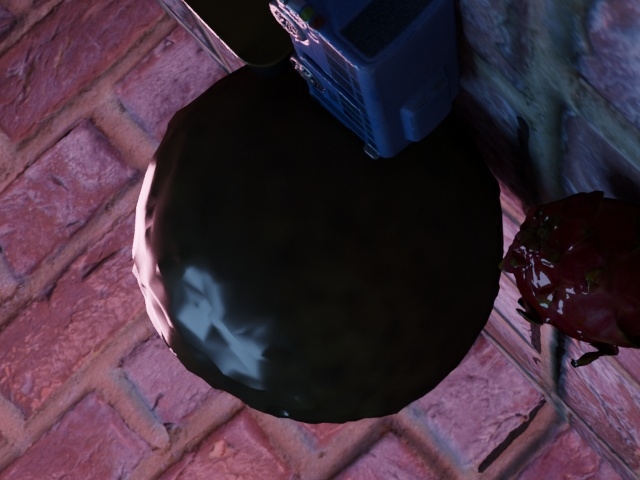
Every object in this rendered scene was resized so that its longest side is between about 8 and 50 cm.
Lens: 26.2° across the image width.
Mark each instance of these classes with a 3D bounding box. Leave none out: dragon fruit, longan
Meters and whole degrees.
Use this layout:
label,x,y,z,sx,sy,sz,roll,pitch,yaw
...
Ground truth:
label,x,y,z,sx,sy,sz,roll,pitch,yaw
dragon fruit,0.228,0.025,1.113,0.165,0.136,0.133,22,-148,-4
longan,0.000,0.000,1.432,0.391,0.391,0.391,47,177,3

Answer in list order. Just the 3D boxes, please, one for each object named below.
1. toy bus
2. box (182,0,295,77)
label,x,y,z,sx,sy,sz,roll,pitch,yaw
toy bus,0.048,-0.166,1.176,0.133,0.116,0.234,43,174,16
box,-0.068,-0.262,1.300,0.201,0.144,0.090,46,180,6
